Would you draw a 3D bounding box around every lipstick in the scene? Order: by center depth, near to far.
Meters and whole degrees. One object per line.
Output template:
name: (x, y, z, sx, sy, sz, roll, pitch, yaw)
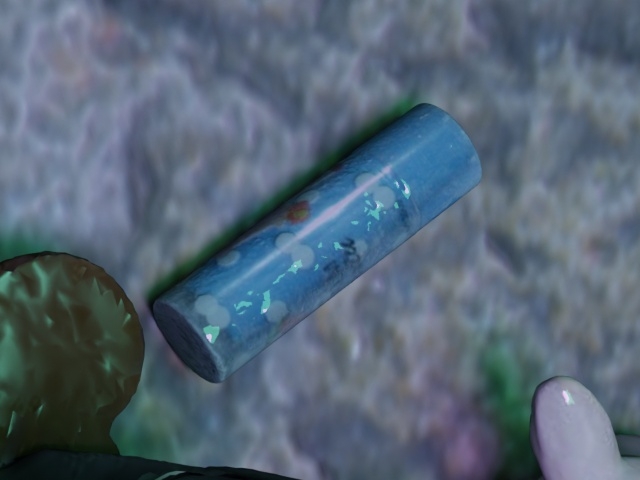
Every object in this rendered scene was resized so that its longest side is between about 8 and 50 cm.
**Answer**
lipstick: (0.000, 0.000, 0.880, 0.158, 0.048, 0.048, -37, 108, -22)

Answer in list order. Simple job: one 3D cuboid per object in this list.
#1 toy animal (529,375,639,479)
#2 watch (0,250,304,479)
toy animal: (0.143, 0.152, 0.923, 0.282, 0.138, 0.140, 21, 75, -20)
watch: (-0.143, 0.157, 0.652, 0.335, 0.327, 0.314, 6, 89, -28)
